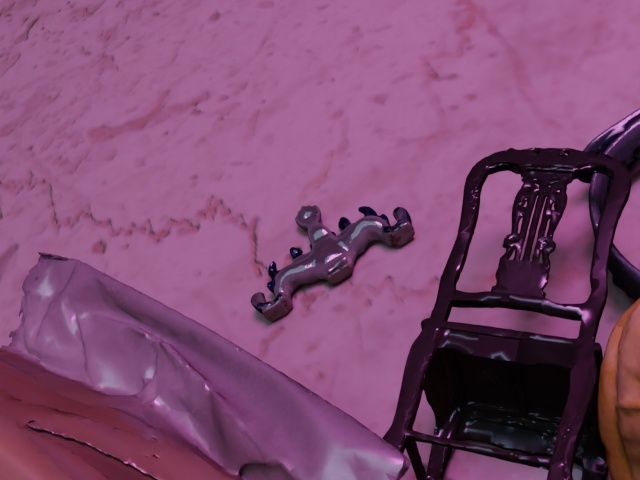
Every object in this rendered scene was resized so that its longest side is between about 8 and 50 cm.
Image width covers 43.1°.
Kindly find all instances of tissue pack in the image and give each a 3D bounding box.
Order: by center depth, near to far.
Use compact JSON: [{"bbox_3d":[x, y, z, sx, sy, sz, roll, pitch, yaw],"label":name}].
[{"bbox_3d":[-0.113,0.147,0.443,0.306,0.238,0.238,22,70,34],"label":"tissue pack"}]

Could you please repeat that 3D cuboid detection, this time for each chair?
[{"bbox_3d":[0.120,0.064,0.478,0.106,0.113,0.229,7,51,27],"label":"chair"}]

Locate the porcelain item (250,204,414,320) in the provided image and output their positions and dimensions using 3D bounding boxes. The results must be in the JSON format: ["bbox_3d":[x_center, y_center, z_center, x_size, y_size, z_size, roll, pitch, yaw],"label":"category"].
[{"bbox_3d":[0.000,0.000,0.624,0.136,0.021,0.075,-31,52,3],"label":"porcelain item"}]

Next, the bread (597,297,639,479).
[{"bbox_3d":[0.233,0.088,0.359,0.198,0.120,0.236,-36,93,-3],"label":"bread"}]

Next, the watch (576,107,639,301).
[{"bbox_3d":[0.275,-0.029,0.495,0.206,0.068,0.193,-34,53,3],"label":"watch"}]
